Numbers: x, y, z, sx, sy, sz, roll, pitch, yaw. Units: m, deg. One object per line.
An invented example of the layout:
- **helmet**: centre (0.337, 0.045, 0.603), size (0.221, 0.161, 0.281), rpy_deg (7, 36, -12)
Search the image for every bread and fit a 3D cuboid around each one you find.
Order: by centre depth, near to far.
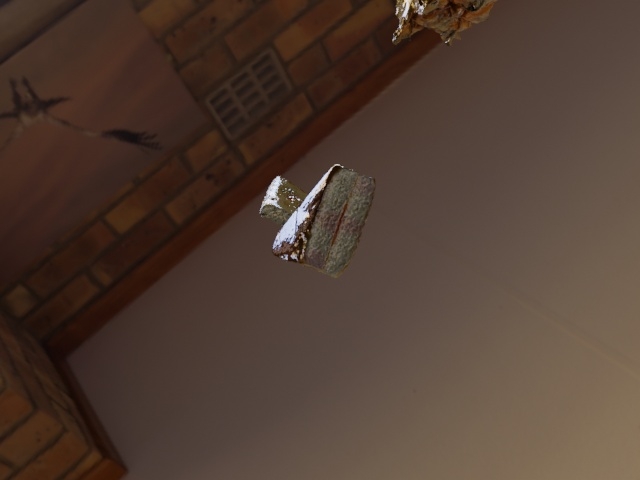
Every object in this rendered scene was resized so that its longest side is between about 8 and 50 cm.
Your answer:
- **bread**: centre (0.000, 0.000, 0.617), size (0.109, 0.043, 0.062), rpy_deg (-49, -152, 41)
- **bread**: centre (-0.042, -0.046, 1.136), size (0.028, 0.068, 0.154), rpy_deg (-57, -173, 16)

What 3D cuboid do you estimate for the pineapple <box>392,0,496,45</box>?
- **pineapple**: centre (0.106, -0.273, 0.668), size (0.079, 0.233, 0.135), rpy_deg (-13, -167, -24)
